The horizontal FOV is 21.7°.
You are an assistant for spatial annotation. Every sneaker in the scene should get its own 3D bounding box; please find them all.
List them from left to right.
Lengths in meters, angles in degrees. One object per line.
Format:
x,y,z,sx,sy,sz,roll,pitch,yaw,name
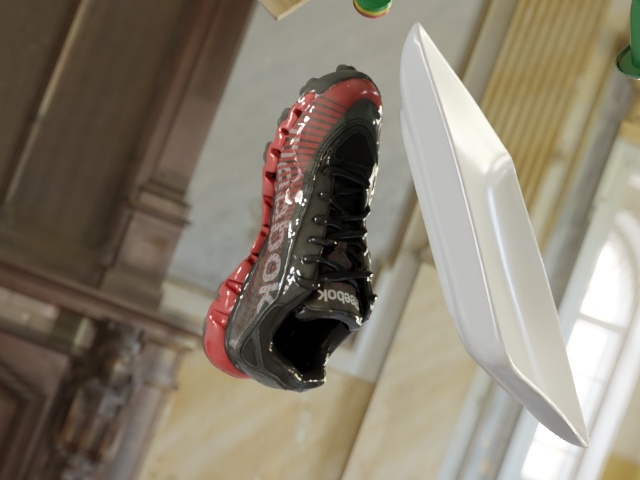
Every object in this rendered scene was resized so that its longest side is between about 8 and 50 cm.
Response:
0.000,0.000,1.335,0.098,0.276,0.135,14,11,-37,sneaker

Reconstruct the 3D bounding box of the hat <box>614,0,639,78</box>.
0.378,-0.290,1.825,0.173,0.208,0.183,33,-34,64,hat

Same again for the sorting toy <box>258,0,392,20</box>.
-0.045,-0.336,1.939,0.274,0.132,0.046,50,-16,15,sorting toy

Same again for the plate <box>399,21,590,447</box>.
0.128,0.009,1.285,0.045,0.278,0.277,-19,-25,14,plate
